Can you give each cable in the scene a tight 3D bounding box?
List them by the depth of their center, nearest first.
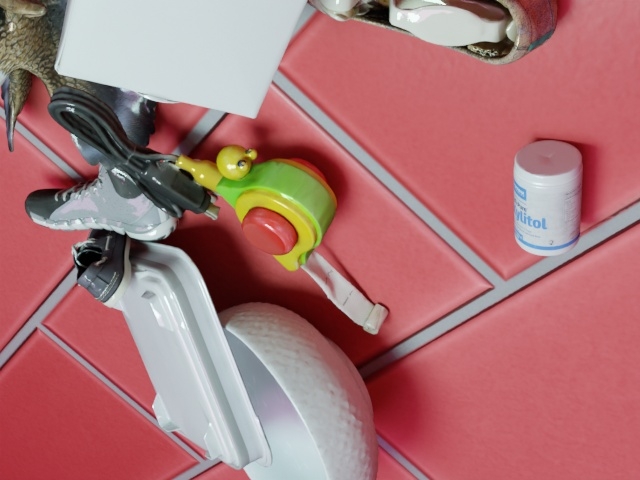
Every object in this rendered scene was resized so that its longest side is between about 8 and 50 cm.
[{"bbox_3d":[-0.215,-0.107,1.172,0.139,0.072,0.287,-4,147,48],"label":"cable"}]

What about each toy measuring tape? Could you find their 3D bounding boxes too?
[{"bbox_3d":[0.000,0.000,1.169,0.121,0.121,0.330,-21,123,42],"label":"toy measuring tape"}]

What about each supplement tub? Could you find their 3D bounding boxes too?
[{"bbox_3d":[0.239,-0.043,1.007,0.071,0.071,0.107,9,132,24],"label":"supplement tub"}]

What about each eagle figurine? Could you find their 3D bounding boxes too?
[{"bbox_3d":[-0.351,-0.227,1.151,0.226,0.225,0.298,62,-177,27],"label":"eagle figurine"}]

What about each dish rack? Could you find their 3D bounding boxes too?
[{"bbox_3d":[-0.202,0.165,1.343,0.285,0.072,0.333,9,121,60],"label":"dish rack"}]

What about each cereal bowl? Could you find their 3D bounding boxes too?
[{"bbox_3d":[-0.031,0.228,1.324,0.339,0.141,0.339,41,147,35],"label":"cereal bowl"}]

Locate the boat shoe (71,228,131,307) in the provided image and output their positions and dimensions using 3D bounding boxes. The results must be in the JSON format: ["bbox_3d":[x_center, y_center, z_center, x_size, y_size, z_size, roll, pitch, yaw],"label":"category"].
[{"bbox_3d":[-0.306,0.016,1.317,0.065,0.206,0.075,33,103,-28],"label":"boat shoe"}]

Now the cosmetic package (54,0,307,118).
[{"bbox_3d":[-0.090,-0.293,0.797,0.197,0.155,0.365,12,140,-19],"label":"cosmetic package"}]

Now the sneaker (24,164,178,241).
[{"bbox_3d":[-0.306,-0.081,1.307,0.229,0.086,0.132,7,127,13],"label":"sneaker"}]

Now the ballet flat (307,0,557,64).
[{"bbox_3d":[0.066,-0.243,0.905,0.316,0.106,0.107,19,135,16],"label":"ballet flat"}]
